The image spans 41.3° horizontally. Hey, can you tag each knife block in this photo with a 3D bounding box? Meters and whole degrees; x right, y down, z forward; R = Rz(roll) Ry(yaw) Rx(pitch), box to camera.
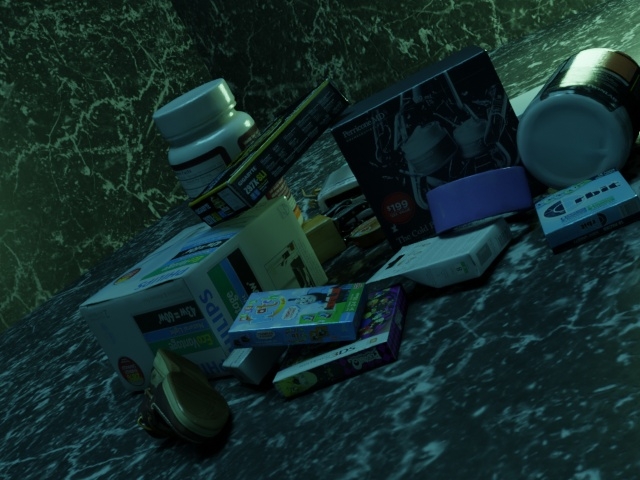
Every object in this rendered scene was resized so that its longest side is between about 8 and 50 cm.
[{"bbox_3d":[0.000,0.000,2.024,0.242,0.088,0.276,-21,16,32],"label":"knife block"}]

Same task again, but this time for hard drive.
[{"bbox_3d":[0.579,-0.368,2.311,0.353,0.047,0.233,-25,14,16],"label":"hard drive"}]

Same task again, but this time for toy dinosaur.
[{"bbox_3d":[-0.001,-0.137,2.614,0.211,0.064,0.112,-6,6,36],"label":"toy dinosaur"}]

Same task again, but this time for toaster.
[{"bbox_3d":[0.085,-0.124,2.228,0.227,0.129,0.146,-21,18,24],"label":"toaster"}]

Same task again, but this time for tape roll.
[{"bbox_3d":[0.298,-0.073,1.587,0.189,0.080,0.189,-15,-6,-2],"label":"tape roll"}]

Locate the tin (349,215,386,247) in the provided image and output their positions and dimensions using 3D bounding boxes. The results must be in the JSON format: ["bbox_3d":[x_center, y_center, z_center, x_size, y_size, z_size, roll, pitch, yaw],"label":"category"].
[{"bbox_3d":[0.157,-0.042,1.983,0.189,0.040,0.106,-31,10,-13],"label":"tin"}]

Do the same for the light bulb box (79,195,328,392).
[{"bbox_3d":[-0.243,0.114,1.804,0.358,0.225,0.361,-16,17,39],"label":"light bulb box"}]

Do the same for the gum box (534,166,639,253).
[{"bbox_3d":[0.452,-0.055,1.443,0.157,0.041,0.184,-25,13,16],"label":"gum box"}]

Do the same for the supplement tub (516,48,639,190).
[{"bbox_3d":[0.522,-0.248,1.653,0.207,0.207,0.338,-18,17,37],"label":"supplement tub"}]

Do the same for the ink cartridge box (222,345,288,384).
[{"bbox_3d":[-0.118,0.206,1.512,0.088,0.052,0.122,-50,12,-18],"label":"ink cartridge box"}]

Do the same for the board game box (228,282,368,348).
[{"bbox_3d":[-0.034,0.127,1.444,0.211,0.039,0.160,-7,19,13],"label":"board game box"}]

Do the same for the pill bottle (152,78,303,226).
[{"bbox_3d":[-0.220,-0.164,2.006,0.224,0.392,0.224,-24,19,9],"label":"pill bottle"}]

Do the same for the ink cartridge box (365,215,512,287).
[{"bbox_3d":[0.214,0.036,1.532,0.224,0.056,0.181,-22,10,37],"label":"ink cartridge box"}]

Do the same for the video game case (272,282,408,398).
[{"bbox_3d":[0.040,0.167,1.445,0.210,0.042,0.232,-22,15,19],"label":"video game case"}]

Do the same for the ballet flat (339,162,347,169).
[{"bbox_3d":[0.234,-0.224,2.318,0.409,0.147,0.147,-30,14,-4],"label":"ballet flat"}]

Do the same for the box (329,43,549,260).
[{"bbox_3d":[0.238,-0.184,1.754,0.343,0.312,0.179,-27,13,9],"label":"box"}]

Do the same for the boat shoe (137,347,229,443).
[{"bbox_3d":[-0.252,0.292,1.469,0.123,0.123,0.342,-59,23,-1],"label":"boat shoe"}]

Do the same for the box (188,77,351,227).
[{"bbox_3d":[-0.109,-0.175,1.759,0.322,0.079,0.257,-49,11,-23],"label":"box"}]
